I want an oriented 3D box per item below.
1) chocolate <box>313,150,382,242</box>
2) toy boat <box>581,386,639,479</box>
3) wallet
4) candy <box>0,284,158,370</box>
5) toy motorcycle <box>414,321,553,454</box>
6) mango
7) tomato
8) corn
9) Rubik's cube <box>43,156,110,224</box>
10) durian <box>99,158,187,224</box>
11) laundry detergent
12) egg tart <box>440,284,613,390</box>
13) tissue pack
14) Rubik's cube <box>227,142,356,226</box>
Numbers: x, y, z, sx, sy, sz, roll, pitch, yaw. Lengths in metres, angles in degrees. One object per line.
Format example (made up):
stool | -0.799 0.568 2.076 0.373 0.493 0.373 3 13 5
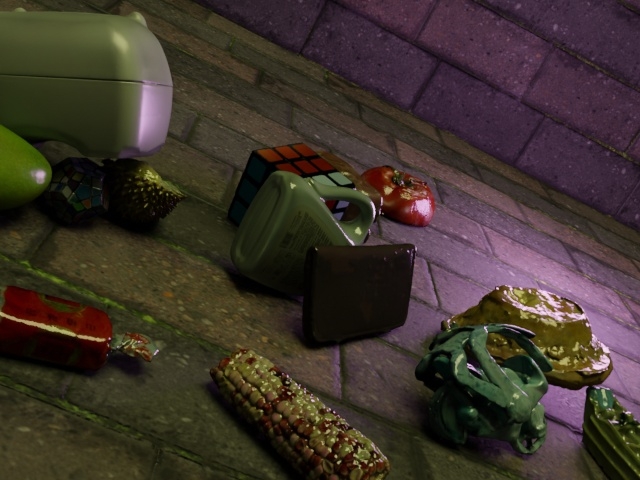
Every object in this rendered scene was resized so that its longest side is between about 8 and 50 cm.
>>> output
chocolate | 0.027 -0.086 1.825 0.093 0.148 0.214 4 31 -39
toy boat | 0.556 0.387 1.527 0.111 0.084 0.276 19 26 -32
wallet | 0.071 0.086 1.480 0.042 0.165 0.309 11 8 36
candy | -0.336 0.107 1.037 0.292 0.059 0.086 18 27 -26
toy motorcycle | 0.281 0.237 1.382 0.260 0.206 0.154 16 -14 -32
mango | -0.541 -0.129 1.179 0.343 0.156 0.192 18 32 -37
tomato | 0.208 -0.127 2.216 0.228 0.101 0.228 23 25 -11
corn | -0.029 0.234 1.098 0.280 0.092 0.092 38 23 24
Rubik's cube | -0.385 -0.079 1.348 0.111 0.093 0.111 27 19 -10
durian | -0.319 -0.086 1.458 0.146 0.102 0.208 31 -1 -17
laundry detergent | 0.000 0.000 1.495 0.280 0.215 0.105 16 19 -37
egg tart | 0.411 0.175 1.652 0.341 0.129 0.341 11 17 -3
tissue pack | -0.414 -0.255 1.358 0.333 0.236 0.229 4 9 8
Rubik's cube | -0.056 -0.078 1.648 0.160 0.162 0.163 40 31 25
